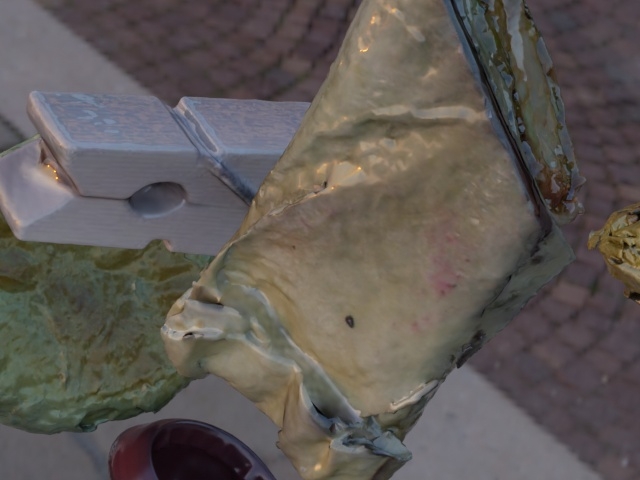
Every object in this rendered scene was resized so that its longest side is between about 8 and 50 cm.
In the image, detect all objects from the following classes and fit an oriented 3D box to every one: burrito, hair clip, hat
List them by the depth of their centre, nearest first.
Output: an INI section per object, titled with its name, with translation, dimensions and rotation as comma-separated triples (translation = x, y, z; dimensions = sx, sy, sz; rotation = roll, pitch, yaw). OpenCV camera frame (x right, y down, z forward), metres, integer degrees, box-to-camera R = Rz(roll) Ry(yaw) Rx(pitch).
[burrito]
translation = 0.045, -0.011, 0.959
dimensions = 0.175, 0.347, 0.107
rotation = 27, 30, -6
[hair clip]
translation = -0.059, -0.043, 1.197
dimensions = 0.331, 0.101, 0.085
rotation = 3, 43, -38
[hat]
translation = -0.118, 0.253, 1.666
dimensions = 0.205, 0.089, 0.205
rotation = 30, 25, -16

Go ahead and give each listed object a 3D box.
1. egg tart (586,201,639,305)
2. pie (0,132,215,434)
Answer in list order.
[egg tart]
translation = 0.344, 0.021, 1.388
dimensions = 0.297, 0.132, 0.297
rotation = -8, 14, 2
[pie]
translation = -0.230, 0.037, 1.620
dimensions = 0.306, 0.306, 0.071
rotation = -9, 12, -26
